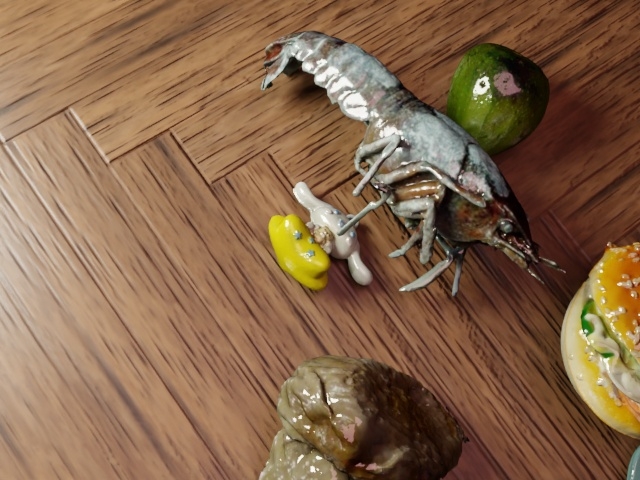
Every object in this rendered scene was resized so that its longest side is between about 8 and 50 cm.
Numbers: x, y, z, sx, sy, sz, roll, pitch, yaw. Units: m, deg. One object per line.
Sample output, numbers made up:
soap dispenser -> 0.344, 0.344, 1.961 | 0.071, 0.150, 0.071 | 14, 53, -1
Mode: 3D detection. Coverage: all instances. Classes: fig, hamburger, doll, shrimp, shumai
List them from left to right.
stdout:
doll -> 0.005, 0.006, 0.980 | 0.135, 0.071, 0.113 | 36, 52, -7
shumai -> 0.017, 0.217, 0.882 | 0.185, 0.218, 0.184 | -38, 75, 19
shrimp -> 0.089, -0.090, 0.961 | 0.221, 0.166, 0.410 | -26, 77, -48
fig -> 0.205, -0.155, 1.053 | 0.123, 0.123, 0.156 | 24, 109, -2
hamburger -> 0.377, 0.113, 0.964 | 0.237, 0.147, 0.237 | 4, 71, -13

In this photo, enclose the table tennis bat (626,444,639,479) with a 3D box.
table tennis bat -> 0.377, 0.291, 0.966 | 0.237, 0.038, 0.149 | -5, 75, -17
